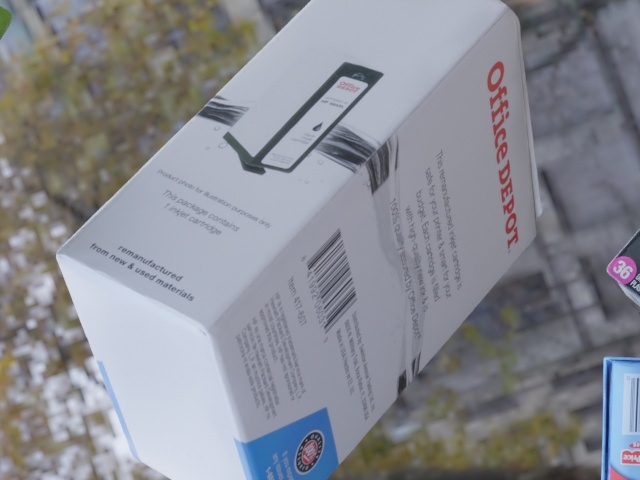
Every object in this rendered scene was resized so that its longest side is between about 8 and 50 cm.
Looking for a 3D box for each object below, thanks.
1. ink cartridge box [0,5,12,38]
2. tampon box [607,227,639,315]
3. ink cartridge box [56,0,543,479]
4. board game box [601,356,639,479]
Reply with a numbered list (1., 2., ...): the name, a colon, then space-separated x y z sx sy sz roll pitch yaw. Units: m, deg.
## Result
1. ink cartridge box: -0.277 -0.066 0.721 0.255 0.097 0.189 30 -132 -8
2. tampon box: 0.260 0.003 1.052 0.120 0.161 0.101 41 -179 24
3. ink cartridge box: 0.000 0.000 0.814 0.203 0.086 0.148 -47 -34 -28
4. board game box: 0.172 0.147 0.640 0.039 0.160 0.211 35 -123 -68
